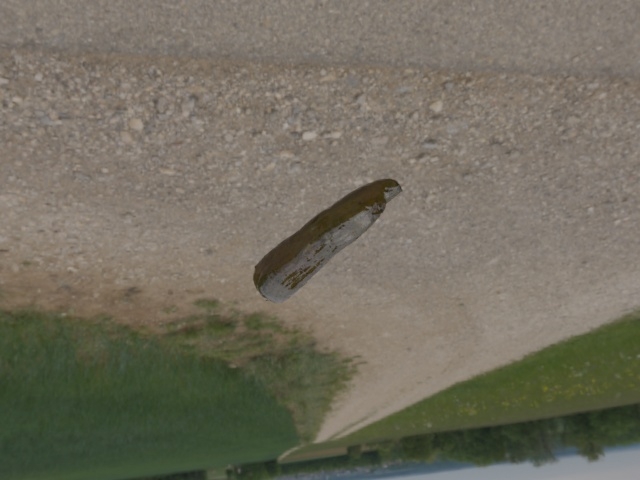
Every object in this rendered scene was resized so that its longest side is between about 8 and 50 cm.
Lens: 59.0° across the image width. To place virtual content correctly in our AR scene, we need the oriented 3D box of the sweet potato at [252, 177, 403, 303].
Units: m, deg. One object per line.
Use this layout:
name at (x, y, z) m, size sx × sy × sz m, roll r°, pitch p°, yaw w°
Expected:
sweet potato at (0.000, 0.001, 0.697) m, size 0.233 × 0.062 × 0.081 m, roll -40°, pitch -176°, yaw 19°
